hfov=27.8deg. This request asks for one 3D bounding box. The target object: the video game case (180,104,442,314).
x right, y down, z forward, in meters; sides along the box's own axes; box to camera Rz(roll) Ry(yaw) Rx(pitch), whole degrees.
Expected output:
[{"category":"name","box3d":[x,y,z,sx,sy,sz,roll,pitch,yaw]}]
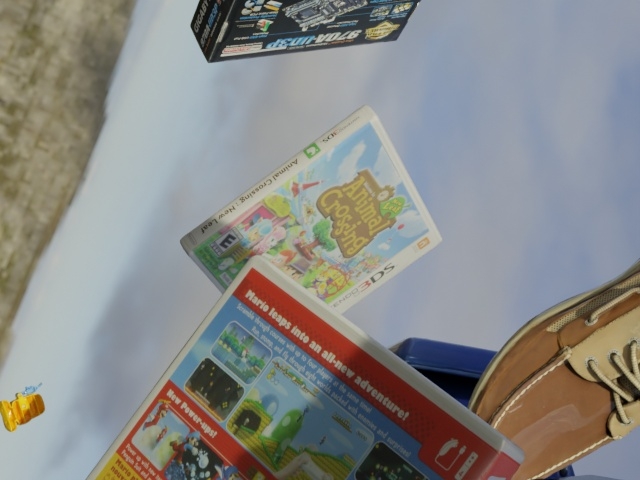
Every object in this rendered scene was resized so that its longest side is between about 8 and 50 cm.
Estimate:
[{"category":"video game case","box3d":[0.000,0.000,1.141,0.193,0.212,0.023,-36,-126,-1]}]

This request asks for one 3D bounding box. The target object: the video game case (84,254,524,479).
[{"category":"video game case","box3d":[-0.055,0.166,0.642,0.204,0.025,0.285,35,-93,44]}]

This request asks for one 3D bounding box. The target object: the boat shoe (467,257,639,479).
[{"category":"boat shoe","box3d":[0.259,0.097,1.098,0.324,0.123,0.116,-40,-167,-9]}]

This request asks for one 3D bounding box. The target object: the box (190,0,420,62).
[{"category":"box","box3d":[0.006,-0.248,1.210,0.051,0.220,0.175,66,-30,22]}]

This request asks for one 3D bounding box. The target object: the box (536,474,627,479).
[{"category":"box","box3d":[0.301,0.293,1.022,0.261,0.103,0.184,-1,-95,39]}]

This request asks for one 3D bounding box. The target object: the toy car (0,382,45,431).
[{"category":"toy car","box3d":[-0.233,0.079,0.916,0.040,0.122,0.060,-21,171,-38]}]

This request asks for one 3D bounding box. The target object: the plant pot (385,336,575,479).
[{"category":"plant pot","box3d":[0.124,0.230,1.375,0.236,0.235,0.212,145,-47,-62]}]
